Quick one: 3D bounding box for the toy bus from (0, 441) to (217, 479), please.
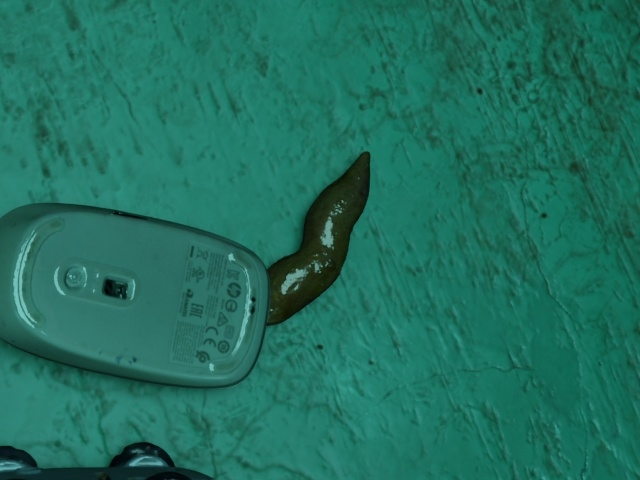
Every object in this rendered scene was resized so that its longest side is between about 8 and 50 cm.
[{"bbox_3d":[-0.215,0.309,1.336,0.287,0.194,0.232,2,88,-15],"label":"toy bus"}]

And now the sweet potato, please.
[{"bbox_3d":[0.003,0.002,1.513,0.065,0.051,0.218,35,74,-5],"label":"sweet potato"}]

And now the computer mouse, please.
[{"bbox_3d":[-0.192,0.055,1.430,0.288,0.097,0.159,14,76,-24],"label":"computer mouse"}]
